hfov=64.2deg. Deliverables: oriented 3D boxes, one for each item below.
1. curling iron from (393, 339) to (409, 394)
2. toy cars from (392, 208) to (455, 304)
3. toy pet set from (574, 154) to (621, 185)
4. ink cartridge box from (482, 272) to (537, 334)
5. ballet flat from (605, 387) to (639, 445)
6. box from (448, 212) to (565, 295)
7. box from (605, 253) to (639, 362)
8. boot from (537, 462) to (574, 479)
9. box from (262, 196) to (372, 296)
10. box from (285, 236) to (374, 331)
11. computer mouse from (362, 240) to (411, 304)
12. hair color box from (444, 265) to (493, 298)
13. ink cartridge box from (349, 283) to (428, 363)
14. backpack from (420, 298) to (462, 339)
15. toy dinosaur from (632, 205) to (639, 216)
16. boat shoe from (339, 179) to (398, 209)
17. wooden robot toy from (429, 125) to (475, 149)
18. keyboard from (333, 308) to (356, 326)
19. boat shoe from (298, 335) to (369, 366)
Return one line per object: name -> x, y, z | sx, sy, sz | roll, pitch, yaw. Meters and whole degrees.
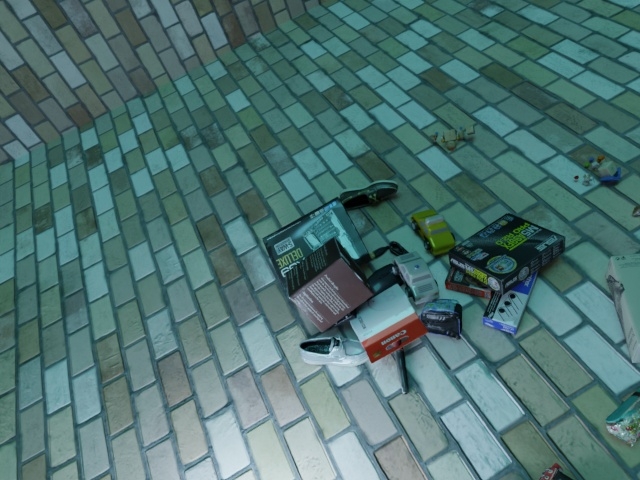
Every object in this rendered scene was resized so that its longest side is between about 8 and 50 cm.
curling iron -> 0.242, 0.315, 1.497 | 0.068, 0.035, 0.274 | -7, 49, 15
toy cars -> 0.336, 0.025, 1.639 | 0.176, 0.087, 0.393 | 15, 51, 17
toy pet set -> 0.934, -0.225, 1.699 | 0.122, 0.065, 0.114 | -43, 15, -21
ink cartridge box -> 0.557, 0.167, 1.498 | 0.097, 0.046, 0.207 | 16, 58, 30
ballet flat -> 0.785, 0.393, 1.217 | 0.241, 0.091, 0.077 | -37, 79, -7
box -> 0.561, 0.032, 1.548 | 0.270, 0.060, 0.216 | -29, 35, -18
box -> 0.843, 0.175, 1.346 | 0.094, 0.113, 0.275 | -6, 49, 16
boot -> 0.465, 0.575, 1.167 | 0.244, 0.088, 0.176 | 16, 58, 21
box -> -0.015, 0.030, 1.739 | 0.307, 0.076, 0.242 | -28, 64, 5
box -> 0.023, 0.134, 1.572 | 0.203, 0.168, 0.167 | -37, 22, 8
computer mouse -> 0.200, 0.099, 1.678 | 0.262, 0.060, 0.184 | -36, 49, -11
hair color box -> 0.462, 0.127, 1.570 | 0.141, 0.043, 0.072 | 12, 56, 27
ink cartridge box -> 0.189, 0.236, 1.498 | 0.189, 0.066, 0.232 | -30, 17, 2
backpack -> 0.355, 0.224, 1.491 | 0.114, 0.105, 0.084 | 2, 30, 23
toy dinosaur -> 1.051, -0.077, 1.513 | 0.211, 0.064, 0.112 | 7, 53, 24
boat shoe -> 0.180, -0.164, 1.898 | 0.228, 0.081, 0.068 | -12, 51, 20
wooden robot toy -> 0.515, -0.390, 1.988 | 0.173, 0.076, 0.079 | -9, 84, 13
keyboard -> 0.085, 0.193, 1.615 | 0.108, 0.023, 0.180 | -27, 27, 16
boat shoe -> 0.043, 0.327, 1.527 | 0.227, 0.081, 0.079 | -6, 49, 13
